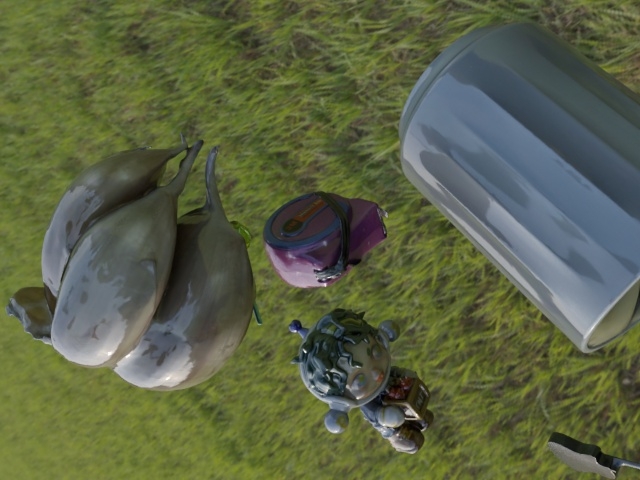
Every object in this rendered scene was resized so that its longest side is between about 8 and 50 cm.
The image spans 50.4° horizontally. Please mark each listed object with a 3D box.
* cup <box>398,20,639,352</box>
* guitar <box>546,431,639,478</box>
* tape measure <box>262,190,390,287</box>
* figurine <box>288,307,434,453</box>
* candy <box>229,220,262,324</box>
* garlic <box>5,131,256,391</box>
[{"bbox_3d":[0.289,-0.072,0.789,0.327,0.323,0.237,50,119,30],"label":"cup"},{"bbox_3d":[0.475,0.362,1.098,0.088,0.025,0.233,48,156,-23],"label":"guitar"},{"bbox_3d":[0.000,0.000,0.764,0.125,0.118,0.074,19,141,44],"label":"tape measure"},{"bbox_3d":[0.095,0.291,1.390,0.186,0.261,0.382,-22,121,41],"label":"figurine"},{"bbox_3d":[-0.132,0.056,1.191,0.058,0.062,0.194,-26,72,25],"label":"candy"},{"bbox_3d":[-0.193,0.033,0.725,0.292,0.210,0.237,-43,44,25],"label":"garlic"}]
